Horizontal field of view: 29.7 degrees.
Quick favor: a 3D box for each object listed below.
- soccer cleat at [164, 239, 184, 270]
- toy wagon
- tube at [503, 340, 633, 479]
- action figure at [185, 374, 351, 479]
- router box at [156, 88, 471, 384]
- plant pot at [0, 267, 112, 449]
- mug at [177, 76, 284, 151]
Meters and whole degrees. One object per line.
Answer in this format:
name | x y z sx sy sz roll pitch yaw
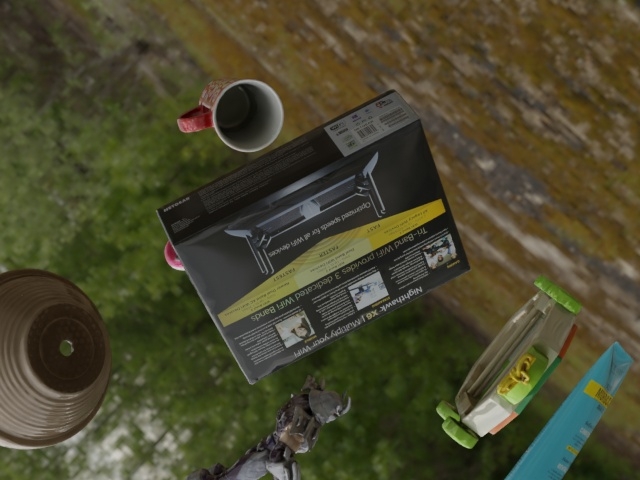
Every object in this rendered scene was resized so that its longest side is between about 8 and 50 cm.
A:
soccer cleat | -0.138 -0.019 2.325 0.143 0.331 0.116 45 -160 -50
toy wagon | 0.280 0.183 1.750 0.068 0.267 0.344 37 -176 -1
tube | 0.282 0.207 1.353 0.052 0.207 0.080 34 178 29
action figure | -0.067 0.281 1.589 0.099 0.285 0.185 52 -161 0
router box | 0.000 0.000 1.405 0.081 0.309 0.243 58 173 50
plant pot | -0.354 0.147 1.555 0.110 0.237 0.237 -15 129 46
mug | -0.150 -0.214 1.924 0.150 0.113 0.169 14 -172 -19
